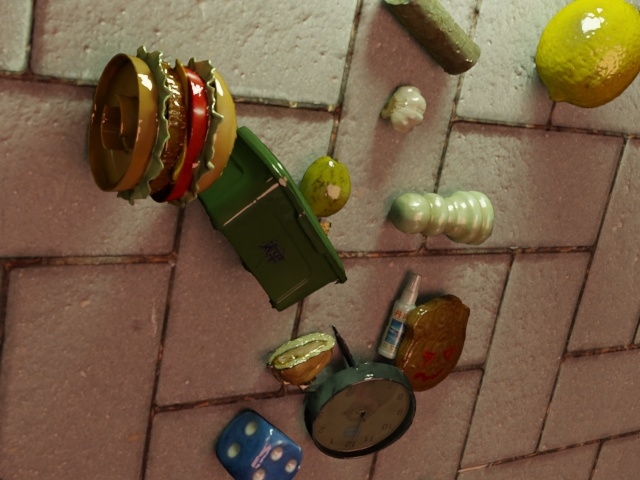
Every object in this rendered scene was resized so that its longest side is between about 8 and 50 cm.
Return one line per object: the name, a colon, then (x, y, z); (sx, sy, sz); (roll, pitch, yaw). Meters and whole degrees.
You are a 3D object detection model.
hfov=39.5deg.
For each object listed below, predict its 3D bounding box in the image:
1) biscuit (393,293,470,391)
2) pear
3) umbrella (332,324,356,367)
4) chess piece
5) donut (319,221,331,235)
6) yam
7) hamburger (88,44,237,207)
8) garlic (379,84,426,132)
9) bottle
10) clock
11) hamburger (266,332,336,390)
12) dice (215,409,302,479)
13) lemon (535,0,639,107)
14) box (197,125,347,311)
biscuit: (0.287, 0.260, 2.232); (0.273, 0.049, 0.257); (-5, 114, -50)
pear: (0.012, -0.112, 1.876); (0.107, 0.107, 0.131); (12, 109, -38)
umbrella: (0.084, 0.299, 2.145); (0.044, 0.044, 0.269); (-59, 139, -42)
chess piece: (0.274, -0.060, 2.080); (0.243, 0.133, 0.133); (4, 107, -32)
donut: (0.000, 0.000, 1.944); (0.037, 0.067, 0.083); (1, 144, -19)
yam: (0.239, -0.459, 1.901); (0.259, 0.093, 0.093); (37, 86, -40)
hamburger: (-0.262, -0.192, 1.542); (0.212, 0.274, 0.275); (3, 107, -34)
garlic: (0.193, -0.287, 1.954); (0.094, 0.074, 0.113); (24, 79, -30)
bottle: (0.198, 0.181, 2.166); (0.060, 0.060, 0.217); (11, 101, -38)
clock: (0.098, 0.415, 2.137); (0.280, 0.055, 0.281); (-10, 127, -14)
hamburger: (-0.048, 0.281, 2.019); (0.176, 0.087, 0.102); (-25, 133, -33)
dice: (-0.138, 0.478, 1.992); (0.146, 0.143, 0.146); (-47, 129, -9)
lemon: (0.638, -0.444, 2.101); (0.267, 0.267, 0.268); (-15, 117, -31)
box: (-0.113, -0.035, 1.740); (0.177, 0.253, 0.329); (-33, 126, -4)
